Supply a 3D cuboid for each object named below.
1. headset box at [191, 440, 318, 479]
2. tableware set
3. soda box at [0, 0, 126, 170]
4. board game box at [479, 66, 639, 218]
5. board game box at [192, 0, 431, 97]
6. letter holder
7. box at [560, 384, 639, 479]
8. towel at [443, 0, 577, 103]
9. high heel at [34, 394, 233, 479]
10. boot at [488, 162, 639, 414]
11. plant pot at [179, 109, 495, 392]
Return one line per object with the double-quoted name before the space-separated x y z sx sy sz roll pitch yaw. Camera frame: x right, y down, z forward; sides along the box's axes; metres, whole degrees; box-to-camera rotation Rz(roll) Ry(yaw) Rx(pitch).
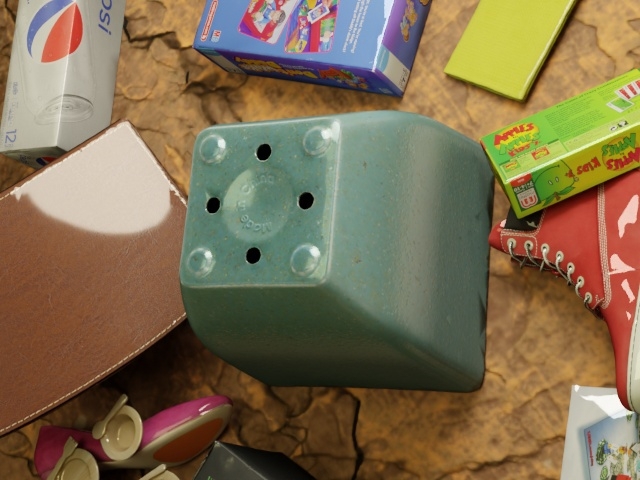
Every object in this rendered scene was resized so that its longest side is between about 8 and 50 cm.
"headset box" -0.045 0.355 1.058 0.246 0.131 0.283 31 91 31
"tableware set" -0.206 0.248 1.143 0.141 0.020 0.168 -46 56 14
"soda box" -0.305 -0.227 1.379 0.091 0.098 0.286 -3 74 26
"board game box" 0.245 -0.094 1.045 0.181 0.043 0.092 -24 31 6
"board game box" 0.022 -0.344 1.256 0.233 0.078 0.347 13 82 30
"letter holder" -0.264 0.057 1.183 0.302 0.152 0.214 -35 81 -18
"box" 0.277 0.242 0.954 0.159 0.044 0.233 1 66 27
"towel" 0.220 -0.259 1.166 0.102 0.021 0.237 28 90 36
"high heel" -0.203 0.197 1.224 0.244 0.082 0.117 -35 55 20
"boot" 0.232 0.042 1.021 0.176 0.088 0.244 -6 56 26
"plant pot" 0.000 0.000 1.068 0.248 0.252 0.247 -2 75 27
